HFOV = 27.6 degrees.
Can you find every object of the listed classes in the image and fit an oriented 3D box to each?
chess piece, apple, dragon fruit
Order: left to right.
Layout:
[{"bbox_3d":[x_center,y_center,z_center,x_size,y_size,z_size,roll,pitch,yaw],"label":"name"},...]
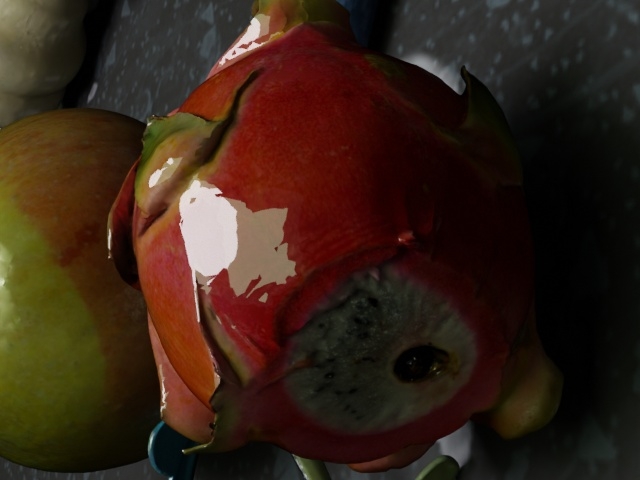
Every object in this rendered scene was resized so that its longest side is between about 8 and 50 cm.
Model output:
[{"bbox_3d":[-0.236,-0.254,1.136,0.299,0.167,0.167,-49,44,33],"label":"chess piece"},{"bbox_3d":[-0.160,0.034,0.867,0.261,0.194,0.261,166,90,-75],"label":"apple"},{"bbox_3d":[0.003,0.002,0.647,0.224,0.224,0.227,-59,22,28],"label":"dragon fruit"}]

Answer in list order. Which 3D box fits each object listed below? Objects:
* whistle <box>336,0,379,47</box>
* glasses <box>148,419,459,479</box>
[{"bbox_3d":[0.002,-0.134,0.826,0.062,0.062,0.304,22,100,56],"label":"whistle"},{"bbox_3d":[0.006,0.199,0.737,0.207,0.102,0.239,1,80,28],"label":"glasses"}]
